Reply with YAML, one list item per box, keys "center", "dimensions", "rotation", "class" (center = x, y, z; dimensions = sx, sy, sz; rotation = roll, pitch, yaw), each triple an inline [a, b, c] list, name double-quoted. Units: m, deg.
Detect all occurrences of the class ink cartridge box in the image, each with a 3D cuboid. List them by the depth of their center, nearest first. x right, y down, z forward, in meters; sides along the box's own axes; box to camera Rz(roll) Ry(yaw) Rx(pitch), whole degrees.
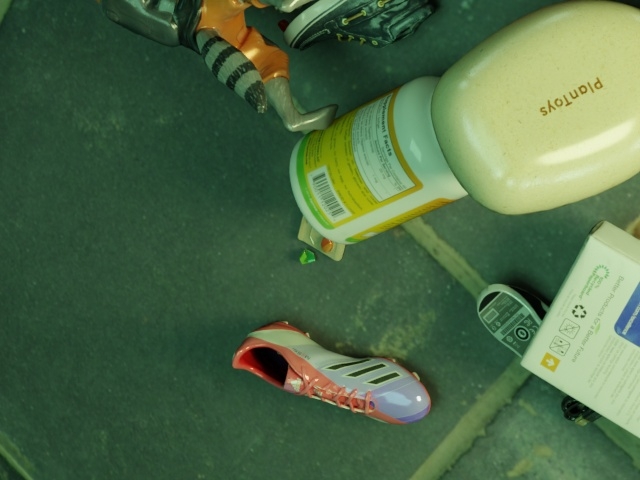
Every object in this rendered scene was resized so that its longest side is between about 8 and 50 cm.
- center: [0.404, 0.147, 1.758]
  dimensions: [0.371, 0.069, 0.176]
  rotation: [33, 120, 14]
  class: "ink cartridge box"

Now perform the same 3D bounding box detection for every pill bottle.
- center: [0.096, -0.095, 1.842]
  dimensions: [0.245, 0.136, 0.136]
  rotation: [-24, 95, 39]
  class: "pill bottle"

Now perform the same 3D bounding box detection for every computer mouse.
- center: [0.255, 0.114, 1.887]
  dimensions: [0.193, 0.042, 0.106]
  rotation: [46, 133, 3]
  class: "computer mouse"

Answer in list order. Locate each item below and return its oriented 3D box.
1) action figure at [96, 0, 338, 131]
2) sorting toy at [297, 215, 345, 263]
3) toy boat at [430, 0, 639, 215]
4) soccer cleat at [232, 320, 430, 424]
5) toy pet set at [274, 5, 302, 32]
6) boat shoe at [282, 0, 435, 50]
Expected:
- center: [-0.142, -0.278, 1.804]
  dimensions: [0.330, 0.178, 0.341]
  rotation: [28, 156, 27]
  class: "action figure"
- center: [0.000, 0.000, 2.031]
  dimensions: [0.062, 0.012, 0.083]
  rotation: [28, 123, 22]
  class: "sorting toy"
- center: [0.215, -0.192, 1.696]
  dimensions: [0.148, 0.267, 0.318]
  rotation: [119, 129, -80]
  class: "toy boat"
- center: [0.012, 0.168, 2.043]
  dimensions: [0.248, 0.095, 0.083]
  rotation: [23, 121, 26]
  class: "soccer cleat"
- center: [-0.062, -0.314, 1.921]
  dimensions: [0.122, 0.065, 0.114]
  rotation: [38, 159, 27]
  class: "toy pet set"
- center: [0.039, -0.236, 1.865]
  dimensions: [0.183, 0.065, 0.083]
  rotation: [-31, 89, 39]
  class: "boat shoe"
